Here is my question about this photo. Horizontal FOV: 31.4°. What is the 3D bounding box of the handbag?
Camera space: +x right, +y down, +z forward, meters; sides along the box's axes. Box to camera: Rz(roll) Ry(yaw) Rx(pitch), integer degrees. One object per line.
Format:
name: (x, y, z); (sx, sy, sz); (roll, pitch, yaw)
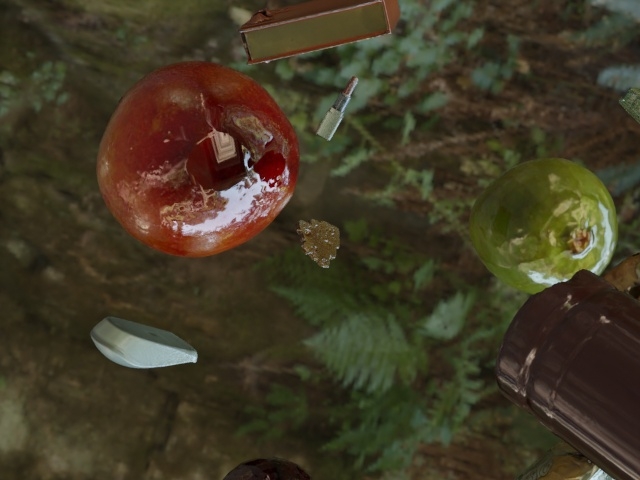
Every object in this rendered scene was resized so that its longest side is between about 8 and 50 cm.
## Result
handbag: (-0.001, -0.272, 1.426); (0.127, 0.190, 0.063); (-66, 143, -66)

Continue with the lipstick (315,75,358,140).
lipstick: (0.029, -0.207, 1.760); (0.107, 0.025, 0.025); (-61, 180, 19)

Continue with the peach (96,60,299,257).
peach: (-0.223, -0.154, 2.081); (0.388, 0.388, 0.388); (-164, -90, -90)

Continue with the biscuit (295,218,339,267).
biscuit: (0.000, 0.000, 2.463); (0.019, 0.119, 0.130); (-32, 177, 40)

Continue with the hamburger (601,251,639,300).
hamburger: (0.401, 0.121, 1.243); (0.211, 0.245, 0.261); (-85, -169, -45)

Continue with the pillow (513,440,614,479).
pillow: (0.337, 0.405, 1.725); (0.310, 0.119, 0.312); (-50, 161, 15)

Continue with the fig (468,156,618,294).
fig: (0.409, -0.026, 2.165); (0.326, 0.258, 0.258); (6, -100, 69)

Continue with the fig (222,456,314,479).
fig: (-0.062, 0.359, 1.364); (0.274, 0.145, 0.170); (99, -15, -68)

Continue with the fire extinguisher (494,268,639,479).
fire extinguisher: (0.269, 0.138, 0.725); (0.114, 0.337, 0.135); (-26, 134, -29)

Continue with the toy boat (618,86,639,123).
toy boat: (0.600, -0.139, 1.834); (0.055, 0.293, 0.093); (-33, 168, -21)

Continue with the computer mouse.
computer mouse: (-0.359, 0.215, 2.297); (0.128, 0.230, 0.079); (34, -77, 50)
